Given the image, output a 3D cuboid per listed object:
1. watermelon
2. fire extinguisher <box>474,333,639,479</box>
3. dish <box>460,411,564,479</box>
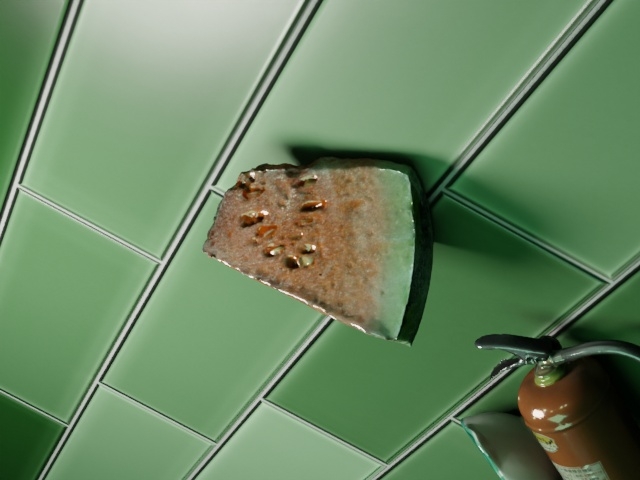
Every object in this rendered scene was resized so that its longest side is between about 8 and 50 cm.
[{"bbox_3d":[0.000,0.000,1.615,0.256,0.193,0.140,11,176,14],"label":"watermelon"},{"bbox_3d":[0.356,0.229,1.726,0.200,0.113,0.376,-28,115,17],"label":"fire extinguisher"},{"bbox_3d":[0.278,0.299,1.847,0.246,0.078,0.224,55,-176,40],"label":"dish"}]
